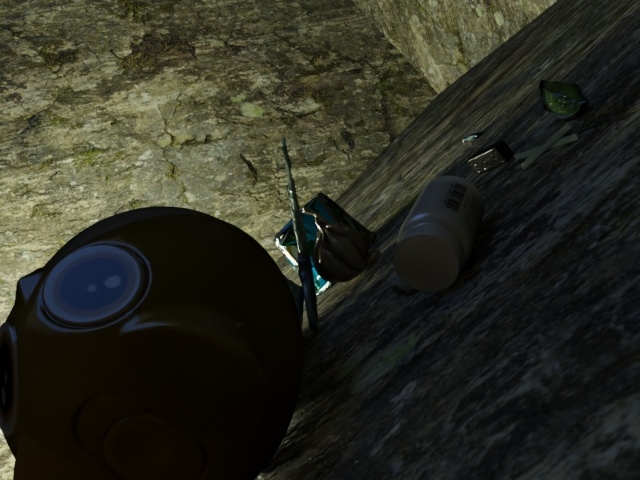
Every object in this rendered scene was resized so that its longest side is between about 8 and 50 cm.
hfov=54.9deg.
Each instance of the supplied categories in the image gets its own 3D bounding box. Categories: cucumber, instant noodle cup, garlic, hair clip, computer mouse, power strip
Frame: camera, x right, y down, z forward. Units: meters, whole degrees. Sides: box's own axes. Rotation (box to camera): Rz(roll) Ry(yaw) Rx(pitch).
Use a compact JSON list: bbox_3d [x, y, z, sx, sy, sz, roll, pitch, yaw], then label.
[{"bbox_3d":[0.412,-0.248,1.068,0.220,0.070,0.046,-52,-20,-64],"label":"cucumber"},{"bbox_3d":[0.000,0.000,1.563,0.240,0.178,0.240,-45,6,6],"label":"instant noodle cup"},{"bbox_3d":[0.027,0.005,1.314,0.131,0.194,0.127,-23,18,51],"label":"garlic"},{"bbox_3d":[0.349,-0.146,0.942,0.039,0.030,0.115,-25,-5,-38],"label":"hair clip"},{"bbox_3d":[0.136,0.055,0.962,0.056,0.032,0.110,-45,6,-13],"label":"computer mouse"},{"bbox_3d":[0.319,-0.156,1.159,0.029,0.038,0.111,-45,6,-14],"label":"power strip"}]

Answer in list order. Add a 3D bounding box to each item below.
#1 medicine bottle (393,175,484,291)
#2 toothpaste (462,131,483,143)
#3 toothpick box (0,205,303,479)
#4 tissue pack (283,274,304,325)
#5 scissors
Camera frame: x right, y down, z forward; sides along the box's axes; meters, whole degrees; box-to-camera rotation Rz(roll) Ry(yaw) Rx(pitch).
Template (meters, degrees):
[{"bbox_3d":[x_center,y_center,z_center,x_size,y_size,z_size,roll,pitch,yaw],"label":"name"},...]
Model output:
[{"bbox_3d":[0.168,-0.013,0.870,0.103,0.103,0.187,-40,8,35],"label":"medicine bottle"},{"bbox_3d":[0.381,-0.259,1.549,0.027,0.019,0.083,-28,5,-17],"label":"toothpaste"},{"bbox_3d":[-0.227,0.161,0.853,0.409,0.409,0.425,-44,20,6],"label":"toothpick box"},{"bbox_3d":[-0.126,0.201,1.249,0.228,0.103,0.316,-59,4,7],"label":"tissue pack"},{"bbox_3d":[-0.045,-0.022,1.293,0.029,0.383,0.256,-10,10,1],"label":"scissors"}]
